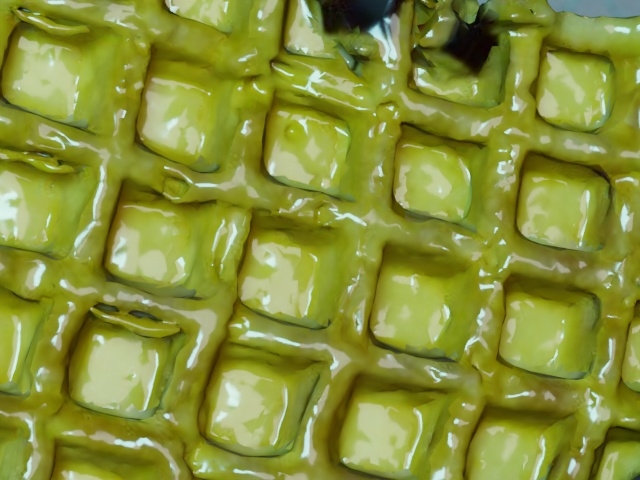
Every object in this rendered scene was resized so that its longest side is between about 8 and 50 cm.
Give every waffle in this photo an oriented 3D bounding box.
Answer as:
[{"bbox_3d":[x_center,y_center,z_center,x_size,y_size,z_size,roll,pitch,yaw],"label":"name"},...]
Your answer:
[{"bbox_3d":[-0.001,0.000,0.549,0.283,0.065,0.309,-33,95,-14],"label":"waffle"}]
